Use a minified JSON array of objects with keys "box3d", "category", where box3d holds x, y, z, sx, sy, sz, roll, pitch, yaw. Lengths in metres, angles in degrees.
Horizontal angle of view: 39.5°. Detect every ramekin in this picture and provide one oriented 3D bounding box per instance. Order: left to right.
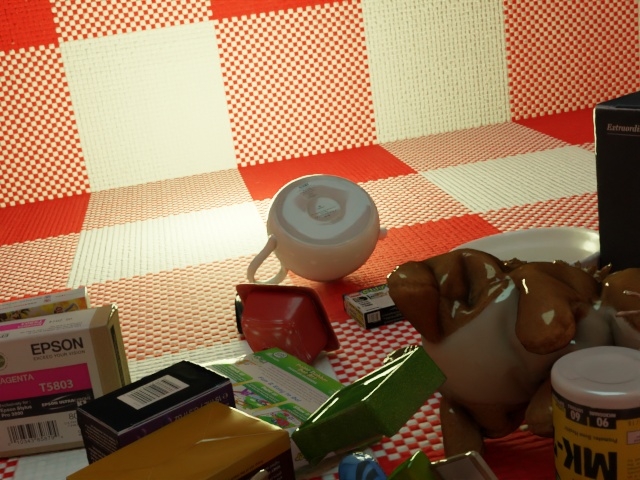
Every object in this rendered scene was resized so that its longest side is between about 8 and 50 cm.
[{"box3d":[0.351,0.077,1.498,0.277,0.135,0.277,-11,13,2],"category":"ramekin"}]

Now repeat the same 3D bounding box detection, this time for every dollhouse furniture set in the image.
[{"box3d":[0.026,0.274,0.812,0.301,0.197,0.151,-37,0,-41],"category":"dollhouse furniture set"}]

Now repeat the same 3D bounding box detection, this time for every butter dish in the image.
[{"box3d":[-0.070,0.159,1.489,0.160,0.160,0.118,0,42,27],"category":"butter dish"}]

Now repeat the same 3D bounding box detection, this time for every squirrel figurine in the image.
[{"box3d":[0.337,0.103,1.165,0.370,0.281,0.397,-16,2,22],"category":"squirrel figurine"}]

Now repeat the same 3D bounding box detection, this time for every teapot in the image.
[{"box3d":[0.000,0.000,1.872,0.256,0.187,0.252,12,48,8],"category":"teapot"}]

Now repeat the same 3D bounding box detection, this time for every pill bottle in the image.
[{"box3d":[0.309,0.229,0.947,0.119,0.208,0.119,-7,17,2],"category":"pill bottle"}]

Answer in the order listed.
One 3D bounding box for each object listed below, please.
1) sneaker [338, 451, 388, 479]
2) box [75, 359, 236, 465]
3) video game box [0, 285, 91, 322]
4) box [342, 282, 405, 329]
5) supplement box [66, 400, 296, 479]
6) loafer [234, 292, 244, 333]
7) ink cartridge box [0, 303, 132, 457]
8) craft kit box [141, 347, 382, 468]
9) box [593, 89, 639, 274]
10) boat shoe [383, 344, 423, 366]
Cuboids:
[{"box3d":[0.049,0.313,1.035,0.082,0.069,0.209,-17,19,-16],"category":"sneaker"},{"box3d":[-0.175,0.268,1.040,0.153,0.207,0.108,-23,21,-36],"category":"box"},{"box3d":[-0.444,0.189,1.417,0.187,0.205,0.048,-12,22,-11],"category":"video game box"},{"box3d":[0.157,0.109,1.679,0.207,0.036,0.114,-13,18,-16],"category":"box"},{"box3d":[-0.130,0.305,0.922,0.191,0.194,0.129,-22,22,-39],"category":"supplement box"},{"box3d":[-0.132,0.131,1.705,0.061,0.062,0.170,-4,19,-2],"category":"loafer"},{"box3d":[-0.409,0.214,1.340,0.235,0.193,0.088,-9,17,0],"category":"ink cartridge box"},{"box3d":[-0.081,0.233,1.241,0.247,0.061,0.250,-10,22,-40],"category":"craft kit box"},{"box3d":[0.590,-0.022,1.307,0.212,0.395,0.293,-20,22,-33],"category":"box"},{"box3d":[0.174,0.196,1.402,0.153,0.048,0.056,-9,28,20],"category":"boat shoe"}]
